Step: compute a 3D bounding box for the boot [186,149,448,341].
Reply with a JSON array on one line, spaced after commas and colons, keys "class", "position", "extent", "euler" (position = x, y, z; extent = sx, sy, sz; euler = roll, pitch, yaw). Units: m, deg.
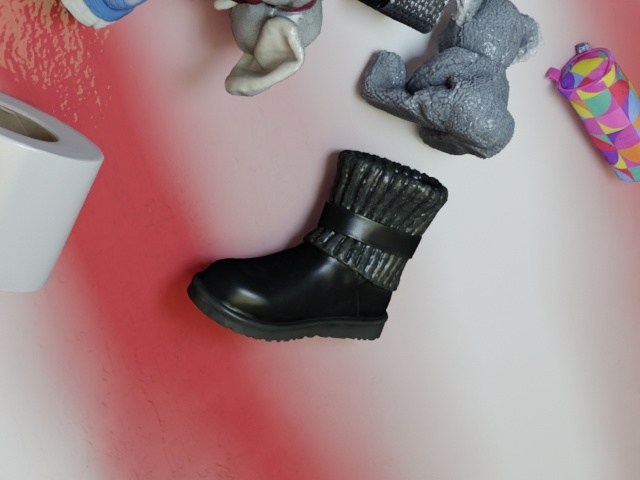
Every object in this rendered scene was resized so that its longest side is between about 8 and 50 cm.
[{"class": "boot", "position": [-0.001, -0.002, 1.659], "extent": [0.348, 0.131, 0.260], "euler": [4, 118, -41]}]

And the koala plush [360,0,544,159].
[{"class": "koala plush", "position": [0.209, -0.243, 1.642], "extent": [0.196, 0.203, 0.221], "euler": [31, 84, -35]}]

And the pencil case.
[{"class": "pencil case", "position": [0.448, -0.193, 1.836], "extent": [0.104, 0.104, 0.236], "euler": [-45, 123, -3]}]

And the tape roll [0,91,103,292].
[{"class": "tape roll", "position": [-0.390, -0.070, 1.358], "extent": [0.246, 0.246, 0.169], "euler": [19, 102, -33]}]

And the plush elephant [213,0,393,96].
[{"class": "plush elephant", "position": [-0.061, -0.333, 1.431], "extent": [0.330, 0.272, 0.255], "euler": [36, 134, -4]}]

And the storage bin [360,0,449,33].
[{"class": "storage bin", "position": [0.126, -0.376, 1.561], "extent": [0.084, 0.122, 0.180], "euler": [20, 102, -33]}]

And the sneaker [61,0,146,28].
[{"class": "sneaker", "position": [-0.277, -0.391, 1.315], "extent": [0.147, 0.130, 0.330], "euler": [-21, 135, 19]}]
